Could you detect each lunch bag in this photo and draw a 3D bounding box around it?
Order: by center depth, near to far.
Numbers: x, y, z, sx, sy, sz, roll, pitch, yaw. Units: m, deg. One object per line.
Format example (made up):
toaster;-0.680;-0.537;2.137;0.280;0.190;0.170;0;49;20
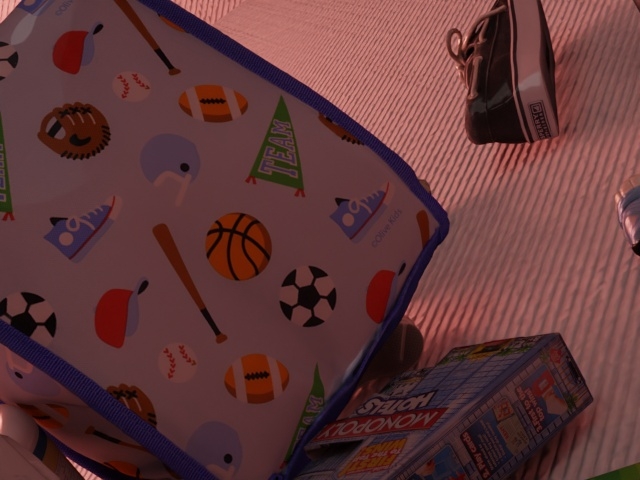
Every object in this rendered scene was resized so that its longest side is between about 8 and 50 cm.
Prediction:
lunch bag;-0.132;0.014;1.035;0.328;0.385;0.239;-56;-9;-25

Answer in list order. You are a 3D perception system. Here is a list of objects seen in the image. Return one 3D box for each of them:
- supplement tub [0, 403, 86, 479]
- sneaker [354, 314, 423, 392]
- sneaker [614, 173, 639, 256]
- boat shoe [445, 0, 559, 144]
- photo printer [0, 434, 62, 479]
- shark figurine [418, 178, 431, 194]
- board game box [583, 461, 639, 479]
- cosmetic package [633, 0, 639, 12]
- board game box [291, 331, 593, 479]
supplement tub;-0.222;0.237;0.964;0.144;0.199;0.144;-29;23;13
sneaker;0.016;0.107;1.104;0.152;0.053;0.061;-25;17;4
sneaker;0.304;-0.028;0.979;0.162;0.063;0.073;-26;41;31
boat shoe;0.193;-0.192;1.379;0.105;0.113;0.306;-12;37;15
photo printer;-0.216;0.293;0.767;0.256;0.107;0.307;27;102;48
shark figurine;-0.020;0.012;1.243;0.116;0.278;0.166;115;153;-49
board game box;0.161;0.187;0.747;0.259;0.039;0.124;-22;24;24
cosmetic package;0.355;-0.289;1.196;0.138;0.224;0.224;-35;21;5
board game box;0.055;0.148;0.887;0.194;0.060;0.194;-15;18;48
